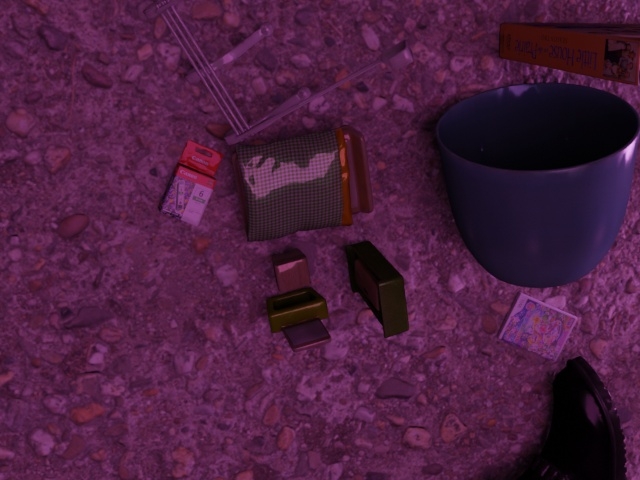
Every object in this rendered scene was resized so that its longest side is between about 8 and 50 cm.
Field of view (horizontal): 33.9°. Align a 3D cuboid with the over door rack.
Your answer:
[{"bbox_3d":[-0.053,-0.299,1.467,0.324,0.108,0.239,-22,112,27],"label":"over door rack"}]

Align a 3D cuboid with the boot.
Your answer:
[{"bbox_3d":[0.382,0.389,1.794,0.260,0.131,0.348,-17,108,-10],"label":"boot"}]

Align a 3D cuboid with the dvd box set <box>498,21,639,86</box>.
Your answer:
[{"bbox_3d":[0.478,-0.269,1.492,0.307,0.420,0.062,-3,105,-15],"label":"dvd box set"}]

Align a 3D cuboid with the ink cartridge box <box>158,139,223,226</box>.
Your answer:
[{"bbox_3d":[-0.192,-0.086,1.572,0.063,0.029,0.115,22,98,-18],"label":"ink cartridge box"}]

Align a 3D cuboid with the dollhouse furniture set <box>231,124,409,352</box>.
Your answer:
[{"bbox_3d":[0.000,0.000,1.554,0.197,0.151,0.302,-15,118,-11],"label":"dollhouse furniture set"}]

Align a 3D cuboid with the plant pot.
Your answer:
[{"bbox_3d":[0.330,-0.072,1.587,0.293,0.293,0.235,-15,122,-10],"label":"plant pot"}]

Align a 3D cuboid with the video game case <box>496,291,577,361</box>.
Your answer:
[{"bbox_3d":[0.370,0.148,1.791,0.122,0.011,0.087,23,98,-19],"label":"video game case"}]
